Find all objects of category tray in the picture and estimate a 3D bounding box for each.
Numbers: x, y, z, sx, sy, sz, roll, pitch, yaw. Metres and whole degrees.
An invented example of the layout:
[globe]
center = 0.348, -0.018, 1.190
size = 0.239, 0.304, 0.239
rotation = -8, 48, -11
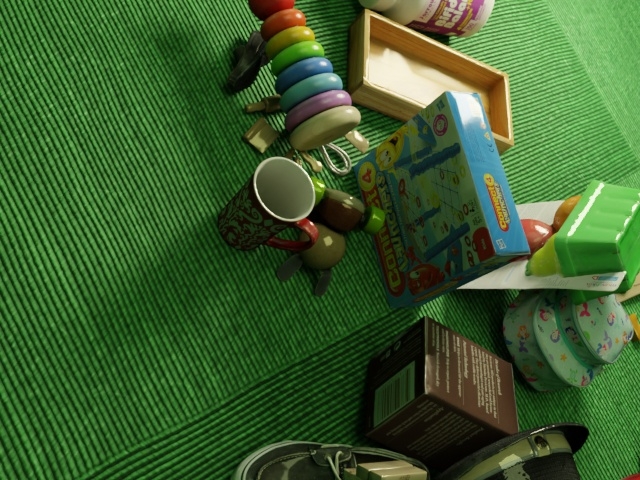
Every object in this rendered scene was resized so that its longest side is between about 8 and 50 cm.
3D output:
[tray]
center = 0.250, -0.345, 1.691
size = 0.410, 0.076, 0.203
rotation = 16, 62, -25

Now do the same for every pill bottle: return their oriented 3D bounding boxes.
[pill bottle]
center = 0.237, -0.568, 1.722
size = 0.301, 0.169, 0.169
rotation = 0, 69, -33

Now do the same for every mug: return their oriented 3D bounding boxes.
[mug]
center = -0.093, -0.037, 1.267
size = 0.113, 0.169, 0.150
rotation = -15, 78, -37

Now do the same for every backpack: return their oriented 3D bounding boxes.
[backpack]
center = 0.502, 0.182, 1.547
size = 0.253, 0.191, 0.225
rotation = -36, 98, -33

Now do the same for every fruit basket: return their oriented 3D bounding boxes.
[fruit basket]
center = 0.473, 0.012, 1.515
size = 0.327, 0.353, 0.166
rotation = -45, 113, -39

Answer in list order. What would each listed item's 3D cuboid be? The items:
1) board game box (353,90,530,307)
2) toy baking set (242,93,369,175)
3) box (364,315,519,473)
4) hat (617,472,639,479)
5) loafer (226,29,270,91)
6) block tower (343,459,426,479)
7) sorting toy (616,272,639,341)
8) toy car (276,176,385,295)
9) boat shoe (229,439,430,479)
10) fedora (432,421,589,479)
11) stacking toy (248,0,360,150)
[board game box]
center = 0.208, -0.065, 1.391
size = 0.086, 0.302, 0.309
rotation = -3, 70, -33
[toy baking set]
center = -0.032, -0.202, 1.473
size = 0.256, 0.030, 0.197
rotation = -24, 89, -32
[box]
center = 0.206, 0.272, 1.299
size = 0.203, 0.168, 0.167
rotation = 30, 39, -19
[hat]
center = 0.710, 0.470, 1.649
size = 0.208, 0.183, 0.173
rotation = 44, 45, -64
[loafer]
center = -0.142, -0.347, 1.454
size = 0.061, 0.062, 0.170
rotation = 28, 49, 4
[block tower]
center = 0.080, 0.496, 1.108
size = 0.097, 0.091, 0.336
rotation = 7, 90, -34
[sorting toy]
center = 0.753, 0.079, 1.842
size = 0.229, 0.041, 0.307
rotation = -14, 77, -36
[toy car]
center = 0.000, 0.000, 1.364
size = 0.155, 0.149, 0.189
rotation = 24, 86, -19
[boat shoe]
center = 0.025, 0.367, 1.191
size = 0.335, 0.119, 0.121
rotation = 4, 67, -32
[fedora]
center = 0.326, 0.430, 1.227
size = 0.333, 0.334, 0.153
rotation = -1, 50, -33
[stacking toy]
center = -0.051, -0.341, 1.407
size = 0.141, 0.141, 0.331
rotation = -20, 84, -37
